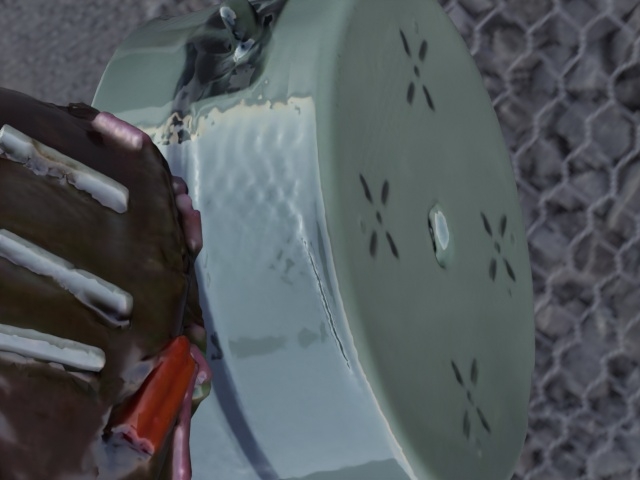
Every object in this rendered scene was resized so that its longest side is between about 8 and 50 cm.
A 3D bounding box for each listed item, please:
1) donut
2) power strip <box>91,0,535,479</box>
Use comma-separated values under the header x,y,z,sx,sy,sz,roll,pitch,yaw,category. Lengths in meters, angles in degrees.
x,y,z,sx,sy,sz,roll,pitch,yaw,category
-0.140,0.065,0.491,0.103,0.270,0.269,28,145,-33,donut
0.000,0.000,0.966,0.161,0.357,0.357,-10,116,24,power strip
